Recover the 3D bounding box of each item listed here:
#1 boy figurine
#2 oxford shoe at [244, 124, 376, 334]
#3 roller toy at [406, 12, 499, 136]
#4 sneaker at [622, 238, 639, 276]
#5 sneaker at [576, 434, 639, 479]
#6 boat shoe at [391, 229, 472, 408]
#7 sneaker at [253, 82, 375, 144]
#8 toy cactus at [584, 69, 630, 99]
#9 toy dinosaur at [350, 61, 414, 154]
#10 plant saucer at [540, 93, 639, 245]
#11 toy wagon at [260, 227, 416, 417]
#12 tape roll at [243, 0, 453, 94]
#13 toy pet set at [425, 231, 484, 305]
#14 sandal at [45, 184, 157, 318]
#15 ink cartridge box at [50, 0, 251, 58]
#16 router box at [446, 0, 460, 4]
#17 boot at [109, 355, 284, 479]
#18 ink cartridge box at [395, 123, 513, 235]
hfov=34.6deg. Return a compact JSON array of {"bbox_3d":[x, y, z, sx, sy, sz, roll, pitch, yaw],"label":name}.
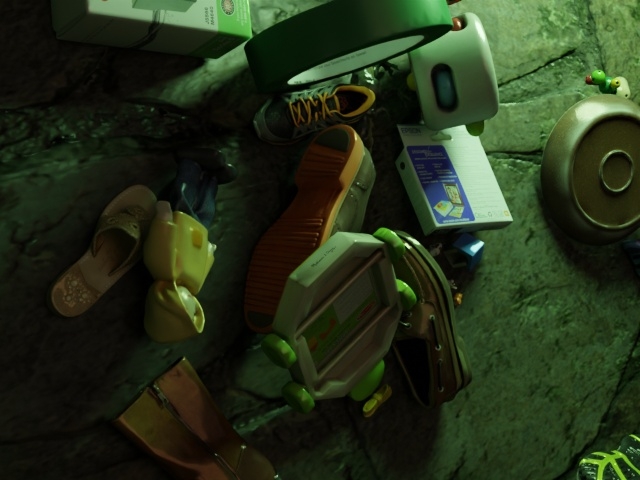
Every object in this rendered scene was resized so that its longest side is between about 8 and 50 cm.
[{"bbox_3d":[-0.195,0.006,1.470,0.177,0.092,0.285,59,35,-59],"label":"boy figurine"},{"bbox_3d":[0.000,0.000,1.628,0.133,0.130,0.363,44,66,-44],"label":"oxford shoe"},{"bbox_3d":[0.223,-0.296,1.805,0.146,0.191,0.209,-13,69,5],"label":"roller toy"},{"bbox_3d":[0.695,0.045,2.191,0.144,0.053,0.059,33,65,-27],"label":"sneaker"},{"bbox_3d":[0.611,0.483,2.010,0.385,0.145,0.147,1,111,-40],"label":"sneaker"},{"bbox_3d":[0.161,0.136,1.728,0.104,0.111,0.307,-31,100,-38],"label":"boat shoe"},{"bbox_3d":[-0.008,-0.215,1.674,0.215,0.083,0.084,-20,95,-21],"label":"sneaker"},{"bbox_3d":[0.627,-0.283,2.192,0.219,0.112,0.180,45,39,-18],"label":"toy cactus"},{"bbox_3d":[0.091,-0.274,1.793,0.118,0.064,0.268,-4,80,-31],"label":"toy dinosaur"},{"bbox_3d":[0.587,-0.140,2.080,0.311,0.050,0.310,-3,98,-24],"label":"plant saucer"},{"bbox_3d":[0.039,0.148,1.597,0.267,0.068,0.344,-43,140,-24],"label":"toy wagon"},{"bbox_3d":[0.043,-0.314,1.596,0.321,0.321,0.077,-20,94,-38],"label":"tape roll"},{"bbox_3d":[0.246,0.049,1.839,0.114,0.065,0.122,-42,107,-35],"label":"toy pet set"},{"bbox_3d":[-0.283,0.011,1.435,0.088,0.079,0.240,47,57,-20],"label":"sandal"},{"bbox_3d":[-0.251,-0.391,1.519,0.273,0.115,0.198,0,81,-37],"label":"ink cartridge box"},{"bbox_3d":[0.148,-0.631,1.892,0.301,0.082,0.335,5,78,-37],"label":"router box"},{"bbox_3d":[-0.188,0.343,1.431,0.280,0.096,0.264,53,55,-16],"label":"boot"},{"bbox_3d":[0.235,-0.113,1.865,0.206,0.045,0.208,-5,69,-38],"label":"ink cartridge box"}]
